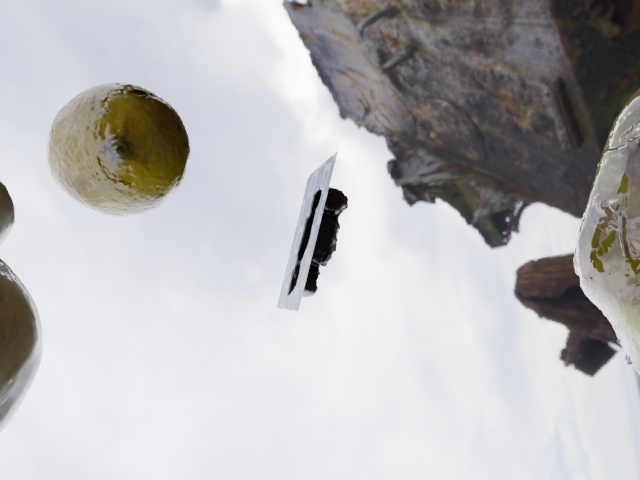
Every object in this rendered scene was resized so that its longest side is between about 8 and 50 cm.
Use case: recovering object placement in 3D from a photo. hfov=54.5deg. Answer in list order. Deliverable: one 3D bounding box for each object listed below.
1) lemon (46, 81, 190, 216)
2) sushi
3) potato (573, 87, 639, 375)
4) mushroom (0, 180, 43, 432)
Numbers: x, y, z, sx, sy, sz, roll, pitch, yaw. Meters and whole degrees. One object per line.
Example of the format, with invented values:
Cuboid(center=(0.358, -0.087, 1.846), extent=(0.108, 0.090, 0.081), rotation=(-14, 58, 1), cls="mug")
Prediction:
Cuboid(center=(-0.351, -0.156, 1.074), extent=(0.228, 0.253, 0.229), rotation=(-11, -76, -49), cls="lemon")
Cuboid(center=(0.000, 0.000, 0.879), extent=(0.192, 0.050, 0.215), rotation=(160, 124, -77), cls="sushi")
Cuboid(center=(0.337, -0.035, 0.550), extent=(0.196, 0.246, 0.300), rotation=(44, -105, -21), cls="potato")
Cuboid(center=(-0.286, 0.026, 0.394), extent=(0.234, 0.253, 0.260), rotation=(-61, -5, -51), cls="mushroom")
